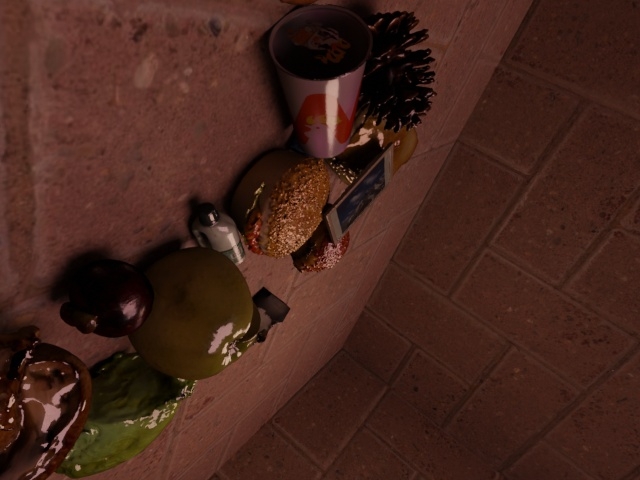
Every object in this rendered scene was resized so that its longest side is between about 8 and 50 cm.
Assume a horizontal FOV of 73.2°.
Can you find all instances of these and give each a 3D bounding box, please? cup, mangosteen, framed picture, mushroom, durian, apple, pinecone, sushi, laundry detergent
[{"bbox_3d":[0.004,-0.313,0.926,0.203,0.203,0.288,-49,164,-17],"label":"cup"},{"bbox_3d":[-0.381,0.110,0.770,0.152,0.153,0.152,-46,159,-23],"label":"mangosteen"},{"bbox_3d":[0.114,-0.127,1.216,0.281,0.019,0.209,-49,159,-11],"label":"framed picture"},{"bbox_3d":[-0.501,0.262,0.666,0.264,0.195,0.283,17,107,-32],"label":"mushroom"},{"bbox_3d":[-0.476,0.402,1.005,0.256,0.204,0.339,7,126,-53],"label":"durian"},{"bbox_3d":[-0.274,0.164,0.964,0.292,0.254,0.291,-44,156,-26],"label":"apple"},{"bbox_3d":[0.167,-0.398,1.035,0.247,0.292,0.246,-30,-165,9],"label":"pinecone"},{"bbox_3d":[-0.241,0.305,1.507,0.109,0.134,0.272,-28,-159,54],"label":"sushi"},{"bbox_3d":[-0.240,-0.012,0.998,0.225,0.099,0.070,87,6,-61],"label":"laundry detergent"}]

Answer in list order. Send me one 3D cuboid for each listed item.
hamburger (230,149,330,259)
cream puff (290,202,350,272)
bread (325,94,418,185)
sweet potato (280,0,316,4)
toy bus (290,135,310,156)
[{"bbox_3d":[-0.088,-0.085,1.096,0.294,0.179,0.276,-49,159,-16],"label":"hamburger"},{"bbox_3d":[0.000,0.000,1.396,0.164,0.240,0.240,45,77,-27],"label":"cream puff"},{"bbox_3d":[0.164,-0.308,1.316,0.314,0.192,0.370,-52,159,-4],"label":"bread"},{"bbox_3d":[-0.003,-0.484,0.821,0.202,0.058,0.055,-38,134,-38],"label":"sweet potato"},{"bbox_3d":[-0.016,-0.287,1.108,0.153,0.061,0.051,-59,167,-1],"label":"toy bus"}]
